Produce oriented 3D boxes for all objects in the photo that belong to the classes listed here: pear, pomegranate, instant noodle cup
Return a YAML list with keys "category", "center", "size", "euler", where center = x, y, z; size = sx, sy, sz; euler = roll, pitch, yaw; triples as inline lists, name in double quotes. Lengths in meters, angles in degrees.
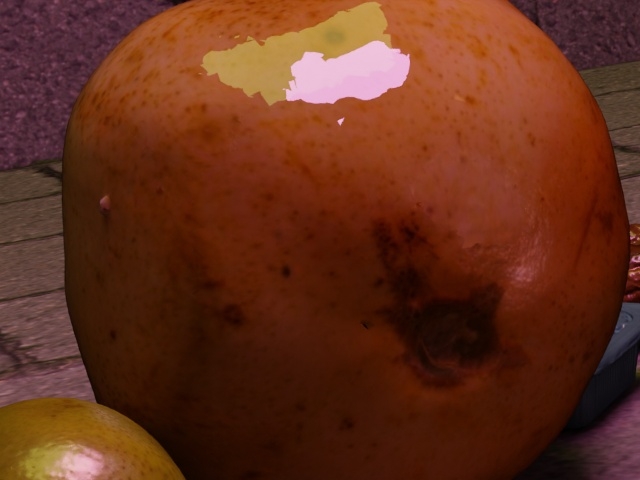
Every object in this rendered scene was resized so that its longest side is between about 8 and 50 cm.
- category: "pear"
  center: [-0.133, 0.181, 1.109]
  size: [0.216, 0.166, 0.180]
  euler: [13, -8, -17]
- category: "pomegranate"
  center: [0.000, 0.000, 1.288]
  size: [0.417, 0.416, 0.416]
  euler: [-6, 12, 1]
- category: "instant noodle cup"
  center: [0.178, 0.100, 1.493]
  size: [0.157, 0.070, 0.179]
  euler: [1, 13, 28]

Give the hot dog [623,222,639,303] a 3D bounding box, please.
- category: "hot dog"
  center: [0.302, 0.041, 1.651]
  size: [0.227, 0.099, 0.160]
  euler: [-9, 12, 1]
